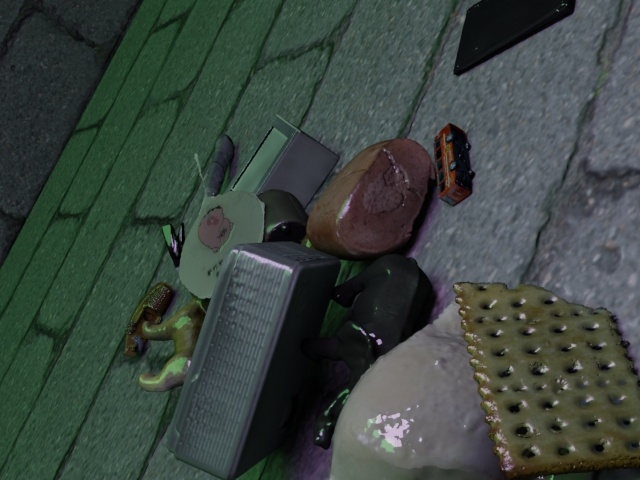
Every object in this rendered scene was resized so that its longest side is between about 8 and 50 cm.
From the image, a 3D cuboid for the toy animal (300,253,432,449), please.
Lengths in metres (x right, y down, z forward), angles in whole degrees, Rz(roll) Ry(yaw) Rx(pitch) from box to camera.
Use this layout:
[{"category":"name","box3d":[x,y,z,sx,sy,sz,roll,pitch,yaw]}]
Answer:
[{"category":"toy animal","box3d":[0.048,0.112,0.970,0.146,0.115,0.245,-29,42,47]}]

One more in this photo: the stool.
[{"category":"stool","box3d":[-0.060,-0.017,1.293,0.096,0.096,0.110,-52,33,12]}]

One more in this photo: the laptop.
[{"category":"laptop","box3d":[0.256,-0.308,1.154,0.197,0.016,0.135,-24,42,46]}]

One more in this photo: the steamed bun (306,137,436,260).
[{"category":"steamed bun","box3d":[0.065,-0.047,1.115,0.175,0.106,0.145,-56,14,-16]}]

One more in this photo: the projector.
[{"category":"projector","box3d":[-0.075,0.129,1.023,0.192,0.099,0.256,-2,-70,-72]}]

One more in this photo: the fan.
[{"category":"fan","box3d":[-0.169,-0.045,1.340,0.182,0.010,0.310,-41,42,16]}]

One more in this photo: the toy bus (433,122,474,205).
[{"category":"toy bus","box3d":[0.163,-0.095,1.079,0.043,0.031,0.110,-44,31,39]}]

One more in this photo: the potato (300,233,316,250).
[{"category":"potato","box3d":[0.000,0.000,1.231,0.092,0.045,0.046,-61,13,-14]}]

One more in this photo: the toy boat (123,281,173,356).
[{"category":"toy boat","box3d":[-0.317,0.142,1.592,0.149,0.047,0.049,-61,28,-6]}]

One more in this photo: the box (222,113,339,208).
[{"category":"box","box3d":[-0.086,-0.078,1.400,0.225,0.086,0.129,-56,28,6]}]

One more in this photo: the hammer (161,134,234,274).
[{"category":"hammer","box3d":[-0.198,-0.060,1.561,0.044,0.152,0.427,-15,32,15]}]

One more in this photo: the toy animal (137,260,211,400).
[{"category":"toy animal","box3d":[-0.190,0.139,1.332,0.169,0.121,0.233,-24,45,31]}]

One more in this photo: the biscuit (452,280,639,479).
[{"category":"biscuit","box3d":[0.198,0.108,0.738,0.203,0.144,0.016,-94,1,-46]}]

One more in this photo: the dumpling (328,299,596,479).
[{"category":"dumpling","box3d":[0.125,0.179,0.763,0.227,0.175,0.243,20,94,32]}]
